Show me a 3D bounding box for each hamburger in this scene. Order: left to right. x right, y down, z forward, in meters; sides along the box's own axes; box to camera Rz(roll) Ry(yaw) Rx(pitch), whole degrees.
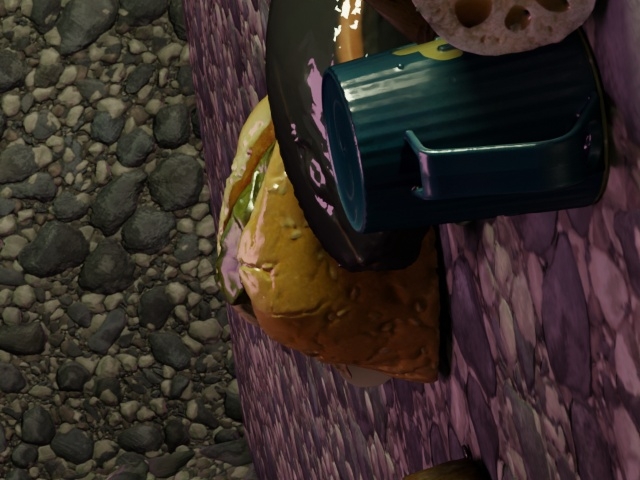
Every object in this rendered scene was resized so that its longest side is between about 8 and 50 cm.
[{"bbox_3d":[-0.003,0.000,1.511,0.162,0.209,0.329,-130,28,-73],"label":"hamburger"}]

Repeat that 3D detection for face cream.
[{"bbox_3d":[0.044,0.075,1.812,0.224,0.070,0.114,-99,3,-56],"label":"face cream"}]

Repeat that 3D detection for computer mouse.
[{"bbox_3d":[0.018,-0.129,1.341,0.183,0.116,0.323,138,129,-61],"label":"computer mouse"}]

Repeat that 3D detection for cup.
[{"bbox_3d":[0.091,-0.065,0.983,0.176,0.155,0.131,-122,21,-70],"label":"cup"}]

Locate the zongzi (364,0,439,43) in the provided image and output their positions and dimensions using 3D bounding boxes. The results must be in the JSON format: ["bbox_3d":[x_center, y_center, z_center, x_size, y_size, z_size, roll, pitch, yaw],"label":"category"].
[{"bbox_3d":[0.040,-0.216,1.027,0.286,0.138,0.300,4,-118,-67],"label":"zongzi"}]

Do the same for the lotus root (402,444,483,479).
[{"bbox_3d":[0.137,0.334,1.490,0.170,0.075,0.260,-137,36,-71],"label":"lotus root"}]

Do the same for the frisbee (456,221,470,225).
[{"bbox_3d":[0.111,-0.066,1.317,0.110,0.014,0.110,170,90,-82],"label":"frisbee"}]

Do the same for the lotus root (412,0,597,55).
[{"bbox_3d":[0.100,-0.174,0.922,0.081,0.112,0.122,-100,4,-47],"label":"lotus root"}]
